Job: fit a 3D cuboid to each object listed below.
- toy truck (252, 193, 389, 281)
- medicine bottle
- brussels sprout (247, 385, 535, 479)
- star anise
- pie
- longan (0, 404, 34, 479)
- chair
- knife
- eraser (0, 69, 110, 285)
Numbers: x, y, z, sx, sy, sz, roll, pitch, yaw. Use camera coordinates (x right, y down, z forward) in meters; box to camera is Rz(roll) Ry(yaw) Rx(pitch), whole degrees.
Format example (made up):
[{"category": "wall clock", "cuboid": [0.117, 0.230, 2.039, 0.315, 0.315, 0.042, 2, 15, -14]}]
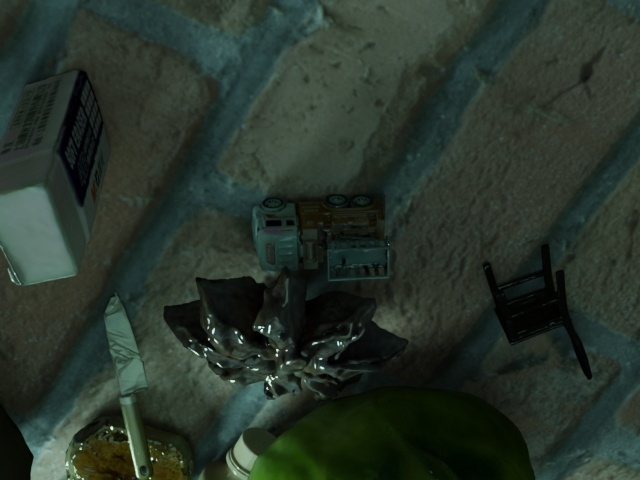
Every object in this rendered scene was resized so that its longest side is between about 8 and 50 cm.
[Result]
[{"category": "toy truck", "cuboid": [0.000, 0.001, 1.616, 0.177, 0.115, 0.080, -2, 123, -2]}, {"category": "medicine bottle", "cuboid": [-0.138, 0.390, 1.856, 0.114, 0.114, 0.252, 21, 118, -17]}, {"category": "brussels sprout", "cuboid": [0.119, 0.378, 1.718, 0.425, 0.342, 0.361, 4, 133, -25]}, {"category": "star anise", "cuboid": [-0.051, 0.132, 1.645, 0.331, 0.118, 0.332, 5, 148, 3]}, {"category": "pie", "cuboid": [-0.287, 0.341, 1.851, 0.195, 0.046, 0.195, -2, 124, -3]}, {"category": "longan", "cuboid": [-0.540, 0.342, 1.683, 0.318, 0.319, 0.319, -2, 123, -4]}, {"category": "chair", "cuboid": [0.307, 0.121, 1.741, 0.101, 0.084, 0.213, -19, 123, 3]}, {"category": "knife", "cuboid": [-0.267, 0.208, 1.757, 0.047, 0.017, 0.298, -9, 109, 0]}, {"category": "eraser", "cuboid": [-0.311, -0.079, 1.435, 0.086, 0.287, 0.130, -12, 123, 6]}]
